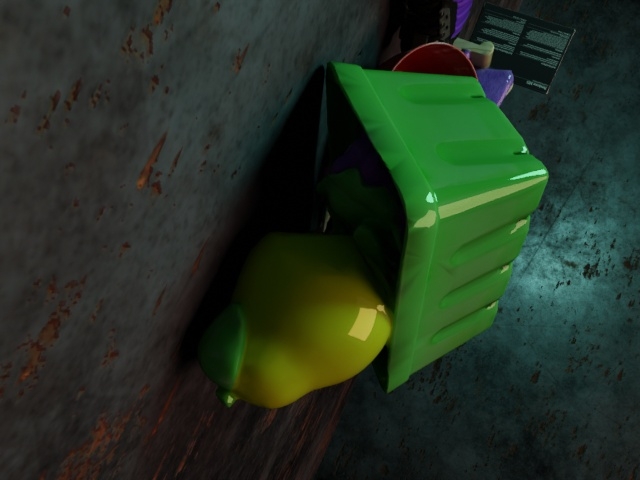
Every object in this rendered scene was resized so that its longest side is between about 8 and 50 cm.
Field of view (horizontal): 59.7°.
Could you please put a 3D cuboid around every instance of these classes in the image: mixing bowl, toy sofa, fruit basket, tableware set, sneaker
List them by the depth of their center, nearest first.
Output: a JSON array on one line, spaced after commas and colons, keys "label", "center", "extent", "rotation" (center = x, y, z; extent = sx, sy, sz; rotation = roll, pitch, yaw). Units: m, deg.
[{"label": "fruit basket", "center": [0.031, 0.023, 0.637], "extent": [0.392, 0.392, 0.283], "rotation": [98, -22, -49]}, {"label": "sneaker", "center": [0.153, -0.313, 0.742], "extent": [0.146, 0.102, 0.293], "rotation": [-69, 167, 14]}, {"label": "mixing bowl", "center": [0.117, -0.181, 0.766], "extent": [0.181, 0.098, 0.181], "rotation": [-15, 119, -28]}, {"label": "tableware set", "center": [0.000, 0.000, 0.853], "extent": [0.169, 0.020, 0.141], "rotation": [-58, 165, -33]}, {"label": "toy sofa", "center": [0.250, -0.215, 1.133], "extent": [0.363, 0.177, 0.150], "rotation": [-68, 167, 10]}]

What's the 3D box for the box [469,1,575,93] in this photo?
[{"label": "box", "center": [0.569, -0.555, 1.624], "extent": [0.184, 0.261, 0.103], "rotation": [-70, 167, 18]}]
